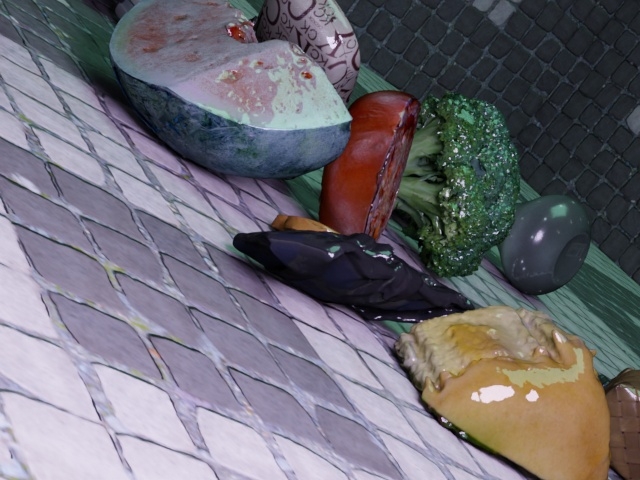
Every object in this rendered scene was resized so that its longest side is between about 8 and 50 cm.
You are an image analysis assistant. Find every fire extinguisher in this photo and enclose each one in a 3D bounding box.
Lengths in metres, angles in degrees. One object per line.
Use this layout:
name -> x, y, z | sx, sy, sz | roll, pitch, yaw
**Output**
fire extinguisher -> 0.424, 0.229, 1.962 | 0.083, 0.025, 0.038 | 48, -8, 42

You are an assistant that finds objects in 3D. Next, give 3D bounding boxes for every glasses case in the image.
glasses case -> -0.033, -0.187, 1.647 | 0.137, 0.085, 0.355 | 57, -22, 12

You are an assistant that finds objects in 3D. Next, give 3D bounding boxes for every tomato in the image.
tomato -> 0.050, -0.079, 1.648 | 0.085, 0.225, 0.225 | 17, 10, 6

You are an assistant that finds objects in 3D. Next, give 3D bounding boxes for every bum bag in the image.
bum bag -> 0.033, 0.030, 1.358 | 0.137, 0.074, 0.310 | 6, -11, 36

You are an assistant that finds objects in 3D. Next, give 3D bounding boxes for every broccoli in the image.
broccoli -> 0.150, -0.083, 1.886 | 0.270, 0.270, 0.270 | 1, 22, -12

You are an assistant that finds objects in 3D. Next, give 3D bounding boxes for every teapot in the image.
teapot -> 0.331, -0.025, 2.357 | 0.251, 0.184, 0.183 | 33, 7, 33

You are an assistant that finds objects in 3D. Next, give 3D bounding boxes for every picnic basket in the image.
picnic basket -> 0.400, 0.218, 1.652 | 0.138, 0.128, 0.178 | 44, 30, 18

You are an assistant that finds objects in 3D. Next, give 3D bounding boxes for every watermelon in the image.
watermelon -> -0.124, -0.145, 1.530 | 0.322, 0.188, 0.175 | 40, -35, 46

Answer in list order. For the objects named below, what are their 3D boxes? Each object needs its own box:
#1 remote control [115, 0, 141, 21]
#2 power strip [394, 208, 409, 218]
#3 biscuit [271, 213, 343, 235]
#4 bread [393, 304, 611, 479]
remote control -> -0.194, -0.254, 1.904 | 0.103, 0.055, 0.277 | 28, 16, -41
power strip -> 0.156, -0.057, 2.169 | 0.198, 0.065, 0.213 | 32, -1, -17
biscuit -> 0.001, -0.001, 1.488 | 0.118, 0.023, 0.140 | 25, -6, 19
bread -> 0.214, 0.143, 1.373 | 0.251, 0.133, 0.174 | 32, 11, -25
